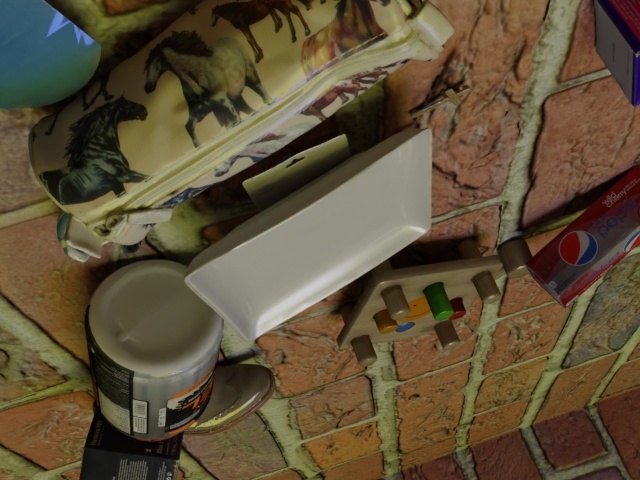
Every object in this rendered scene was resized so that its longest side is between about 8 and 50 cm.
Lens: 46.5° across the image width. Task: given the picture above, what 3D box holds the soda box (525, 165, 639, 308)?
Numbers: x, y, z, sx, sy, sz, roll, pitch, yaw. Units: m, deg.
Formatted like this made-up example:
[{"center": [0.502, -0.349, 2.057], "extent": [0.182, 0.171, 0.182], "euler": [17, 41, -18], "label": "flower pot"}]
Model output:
[{"center": [0.499, -0.004, 1.332], "extent": [0.263, 0.092, 0.083], "euler": [-42, 147, 5], "label": "soda box"}]

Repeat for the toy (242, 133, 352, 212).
[{"center": [-0.022, -0.075, 0.999], "extent": [0.137, 0.056, 0.237], "euler": [-26, 156, 0], "label": "toy"}]

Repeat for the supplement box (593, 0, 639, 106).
[{"center": [0.458, -0.277, 0.898], "extent": [0.220, 0.113, 0.111], "euler": [-24, 149, 9], "label": "supplement box"}]

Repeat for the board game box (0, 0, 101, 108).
[{"center": [-0.290, -0.187, 0.676], "extent": [0.133, 0.033, 0.169], "euler": [-25, 147, 20], "label": "board game box"}]

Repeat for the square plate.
[{"center": [0.000, 0.000, 1.032], "extent": [0.347, 0.049, 0.344], "euler": [-32, 158, -4], "label": "square plate"}]

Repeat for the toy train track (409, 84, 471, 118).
[{"center": [0.155, -0.183, 0.970], "extent": [0.083, 0.014, 0.048], "euler": [-24, 158, 18], "label": "toy train track"}]

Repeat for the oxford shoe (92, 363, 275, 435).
[{"center": [-0.258, 0.303, 1.419], "extent": [0.349, 0.123, 0.130], "euler": [-17, 146, -7], "label": "oxford shoe"}]

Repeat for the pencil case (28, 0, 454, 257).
[{"center": [-0.083, -0.144, 0.721], "extent": [0.411, 0.183, 0.160], "euler": [-30, 149, 15], "label": "pencil case"}]

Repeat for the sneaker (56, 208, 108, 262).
[{"center": [-0.215, -0.052, 0.891], "extent": [0.237, 0.086, 0.085], "euler": [-31, 147, 16], "label": "sneaker"}]

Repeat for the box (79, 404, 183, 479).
[{"center": [-0.320, 0.349, 1.292], "extent": [0.159, 0.156, 0.093], "euler": [10, 116, -9], "label": "box"}]

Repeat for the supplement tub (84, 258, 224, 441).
[{"center": [-0.256, 0.185, 1.151], "extent": [0.194, 0.193, 0.316], "euler": [-9, 149, -19], "label": "supplement tub"}]

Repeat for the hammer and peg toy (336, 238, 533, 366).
[{"center": [0.225, 0.116, 1.392], "extent": [0.362, 0.127, 0.266], "euler": [-7, 148, -22], "label": "hammer and peg toy"}]
